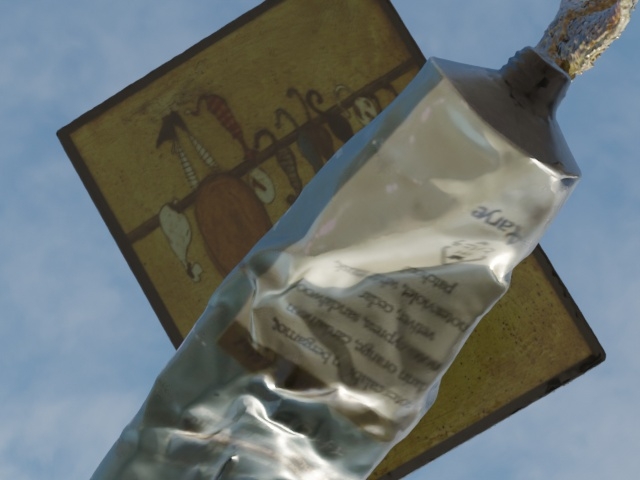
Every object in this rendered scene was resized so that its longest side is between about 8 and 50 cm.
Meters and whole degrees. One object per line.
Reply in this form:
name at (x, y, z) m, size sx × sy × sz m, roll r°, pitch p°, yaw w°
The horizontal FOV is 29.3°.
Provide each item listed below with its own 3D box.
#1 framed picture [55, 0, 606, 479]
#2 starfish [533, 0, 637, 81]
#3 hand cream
framed picture at (0.000, 0.000, 0.848) m, size 0.255 × 0.014 × 0.339 m, roll -31°, pitch -99°, yaw 5°
starfish at (0.218, -0.177, 0.998) m, size 0.048 × 0.231 × 0.295 m, roll 40°, pitch -136°, yaw -6°
hand cream at (-0.013, 0.043, 0.362) m, size 0.075 × 0.248 × 0.052 m, roll 25°, pitch -154°, yaw -30°
